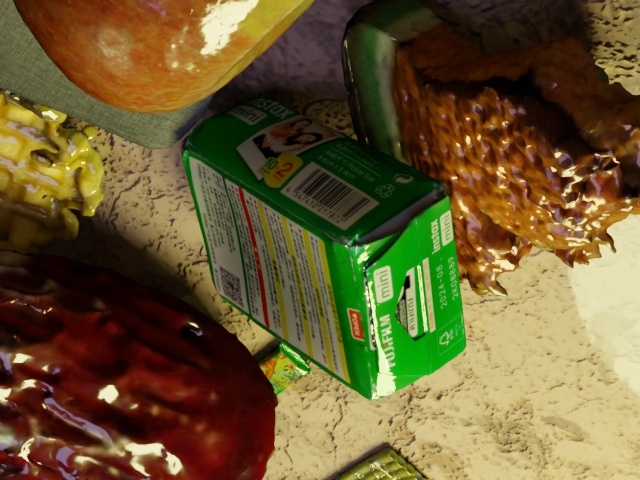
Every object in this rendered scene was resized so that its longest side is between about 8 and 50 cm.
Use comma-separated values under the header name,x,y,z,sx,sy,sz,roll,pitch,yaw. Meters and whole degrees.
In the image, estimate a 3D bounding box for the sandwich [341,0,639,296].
name,x,y,z,sx,sy,sz,roll,pitch,yaw
sandwich,0.163,-0.084,1.251,0.301,0.162,0.250,9,128,54

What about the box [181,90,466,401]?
name,x,y,z,sx,sy,sz,roll,pitch,yaw
box,0.000,0.000,1.325,0.250,0.103,0.180,33,142,45

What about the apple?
name,x,y,z,sx,sy,sz,roll,pitch,yaw
apple,-0.096,-0.249,1.138,0.250,0.277,0.309,44,99,-3

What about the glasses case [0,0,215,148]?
name,x,y,z,sx,sy,sz,roll,pitch,yaw
glasses case,-0.232,-0.181,1.301,0.323,0.074,0.131,23,134,-20

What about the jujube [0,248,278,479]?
name,x,y,z,sx,sy,sz,roll,pitch,yaw
jujube,-0.208,0.154,1.457,0.377,0.258,0.258,31,129,-31

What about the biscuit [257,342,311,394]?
name,x,y,z,sx,sy,sz,roll,pitch,yaw
biscuit,-0.048,0.129,1.556,0.046,0.016,0.089,42,125,-17

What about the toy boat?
name,x,y,z,sx,sy,sz,roll,pitch,yaw
toy boat,0.049,0.247,1.618,0.063,0.016,0.115,42,124,-17

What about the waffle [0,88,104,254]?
name,x,y,z,sx,sy,sz,roll,pitch,yaw
waffle,-0.333,-0.083,1.444,0.281,0.060,0.262,-11,124,25
